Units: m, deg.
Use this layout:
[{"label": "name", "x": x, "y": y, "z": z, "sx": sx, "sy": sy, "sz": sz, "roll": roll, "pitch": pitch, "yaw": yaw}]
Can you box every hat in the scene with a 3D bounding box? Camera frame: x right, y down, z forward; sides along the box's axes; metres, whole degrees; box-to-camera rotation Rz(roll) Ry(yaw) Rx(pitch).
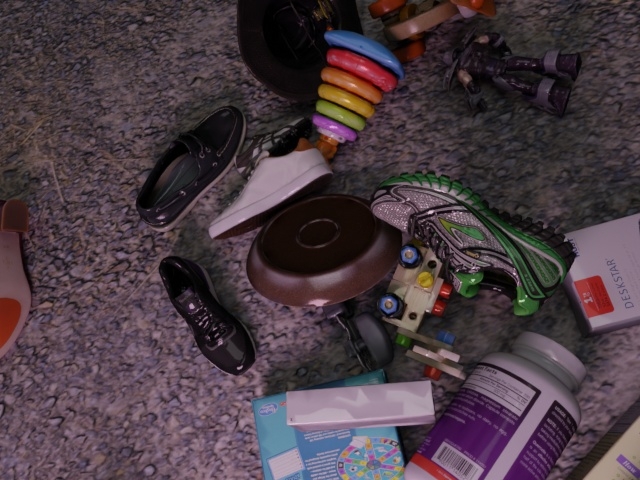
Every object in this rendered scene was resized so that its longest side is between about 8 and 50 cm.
[{"label": "hat", "x": -0.068, "y": -0.469, "z": 1.287, "sx": 0.134, "sy": 0.331, "sz": 0.331, "roll": 9, "pitch": 70, "yaw": 56}]

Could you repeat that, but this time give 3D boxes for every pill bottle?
[{"label": "pill bottle", "x": 0.293, "y": 0.312, "z": 0.935, "sx": 0.182, "sy": 0.181, "sz": 0.323, "roll": 35, "pitch": 73, "yaw": 21}]

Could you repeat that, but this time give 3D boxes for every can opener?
[{"label": "can opener", "x": 0.054, "y": 0.120, "z": 1.120, "sx": 0.095, "sy": 0.076, "sz": 0.283, "roll": -30, "pitch": 67, "yaw": 11}]

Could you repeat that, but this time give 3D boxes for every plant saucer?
[{"label": "plant saucer", "x": 0.000, "y": 0.000, "z": 1.108, "sx": 0.311, "sy": 0.050, "sz": 0.310, "roll": -9, "pitch": 40, "yaw": 8}]

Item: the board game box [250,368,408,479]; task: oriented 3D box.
[{"label": "board game box", "x": 0.032, "y": 0.426, "z": 1.025, "sx": 0.254, "sy": 0.079, "sz": 0.335, "roll": -15, "pitch": 70, "yaw": 7}]

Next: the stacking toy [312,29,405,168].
[{"label": "stacking toy", "x": 0.045, "y": -0.271, "z": 1.225, "sx": 0.175, "sy": 0.166, "sz": 0.301, "roll": 25, "pitch": 99, "yaw": 9}]

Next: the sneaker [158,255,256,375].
[{"label": "sneaker", "x": -0.242, "y": 0.151, "z": 1.155, "sx": 0.107, "sy": 0.124, "sz": 0.283, "roll": -40, "pitch": 68, "yaw": -1}]

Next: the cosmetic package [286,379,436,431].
[{"label": "cosmetic package", "x": 0.070, "y": 0.279, "z": 0.968, "sx": 0.239, "sy": 0.099, "sz": 0.060, "roll": -7, "pitch": 66, "yaw": 10}]

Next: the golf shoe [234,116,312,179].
[{"label": "golf shoe", "x": -0.109, "y": -0.217, "z": 1.272, "sx": 0.198, "sy": 0.077, "sz": 0.094, "roll": -42, "pitch": 62, "yaw": -7}]

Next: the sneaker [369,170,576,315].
[{"label": "sneaker", "x": 0.229, "y": 0.000, "z": 0.949, "sx": 0.344, "sy": 0.134, "sz": 0.146, "roll": 27, "pitch": 70, "yaw": 20}]

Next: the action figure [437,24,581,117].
[{"label": "action figure", "x": 0.377, "y": -0.348, "z": 1.195, "sx": 0.285, "sy": 0.099, "sz": 0.185, "roll": 21, "pitch": 85, "yaw": 22}]

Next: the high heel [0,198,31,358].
[{"label": "high heel", "x": -0.755, "y": 0.090, "z": 1.330, "sx": 0.182, "sy": 0.127, "sz": 0.376, "roll": -5, "pitch": 73, "yaw": 42}]

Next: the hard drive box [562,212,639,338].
[{"label": "hard drive box", "x": 0.557, "y": 0.054, "z": 1.020, "sx": 0.232, "sy": 0.089, "sz": 0.180, "roll": -17, "pitch": 68, "yaw": 7}]

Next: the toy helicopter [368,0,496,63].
[{"label": "toy helicopter", "x": 0.294, "y": -0.510, "z": 1.213, "sx": 0.355, "sy": 0.235, "sz": 0.140, "roll": -32, "pitch": 108, "yaw": -17}]

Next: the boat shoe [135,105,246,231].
[{"label": "boat shoe", "x": -0.294, "y": -0.179, "z": 1.282, "sx": 0.127, "sy": 0.113, "sz": 0.340, "roll": 38, "pitch": 84, "yaw": 22}]

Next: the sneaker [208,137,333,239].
[{"label": "sneaker", "x": -0.123, "y": -0.110, "z": 1.211, "sx": 0.290, "sy": 0.106, "sz": 0.123, "roll": -31, "pitch": 79, "yaw": 6}]

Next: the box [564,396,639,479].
[{"label": "box", "x": 0.540, "y": 0.391, "z": 0.898, "sx": 0.213, "sy": 0.117, "sz": 0.243, "roll": 42, "pitch": 86, "yaw": 21}]

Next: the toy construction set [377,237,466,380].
[{"label": "toy construction set", "x": 0.230, "y": 0.098, "z": 1.060, "sx": 0.215, "sy": 0.151, "sz": 0.327, "roll": 21, "pitch": 67, "yaw": 18}]
